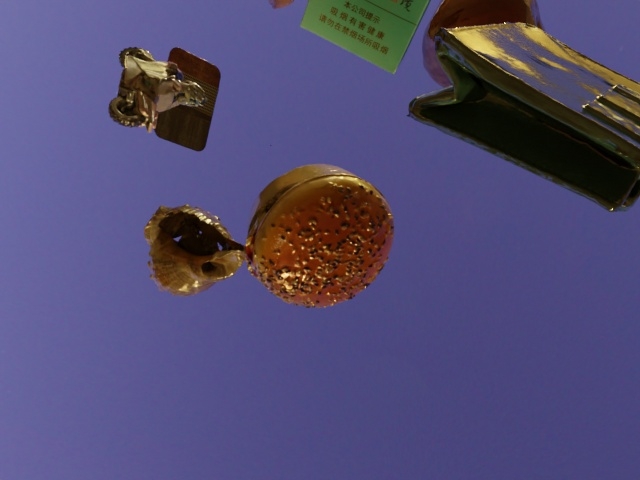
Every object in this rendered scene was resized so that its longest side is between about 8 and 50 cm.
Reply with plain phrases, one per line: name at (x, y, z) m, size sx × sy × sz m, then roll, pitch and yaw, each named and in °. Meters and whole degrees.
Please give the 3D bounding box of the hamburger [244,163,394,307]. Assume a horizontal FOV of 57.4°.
hamburger at (0.000, 0.000, 1.130) m, size 0.300 × 0.300 × 0.176 m, roll -25°, pitch -142°, yaw -3°

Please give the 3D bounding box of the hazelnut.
hazelnut at (0.479, -0.574, 1.685) m, size 0.359 × 0.409 × 0.359 m, roll -7°, pitch -109°, yaw 22°

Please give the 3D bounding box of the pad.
pad at (-0.281, -0.358, 1.599) m, size 0.323 × 0.055 × 0.250 m, roll 13°, pitch -97°, yaw -25°

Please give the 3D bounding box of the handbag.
handbag at (0.257, -0.144, 0.627) m, size 0.238 × 0.089 × 0.326 m, roll 36°, pitch -145°, yaw 20°

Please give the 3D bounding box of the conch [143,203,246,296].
conch at (-0.233, 0.014, 1.089) m, size 0.245 × 0.178 × 0.163 m, roll -5°, pitch -130°, yaw 41°

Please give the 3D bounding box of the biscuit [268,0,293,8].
biscuit at (-0.128, -0.731, 1.449) m, size 0.102 × 0.296 × 0.296 m, roll -20°, pitch -116°, yaw -3°

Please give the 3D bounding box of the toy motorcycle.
toy motorcycle at (-0.344, -0.322, 1.271) m, size 0.204 × 0.108 × 0.239 m, roll 12°, pitch -114°, yaw -21°

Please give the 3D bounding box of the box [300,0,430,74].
box at (0.079, -0.364, 0.798) m, size 0.162 × 0.229 × 0.041 m, roll 28°, pitch -136°, yaw 1°
